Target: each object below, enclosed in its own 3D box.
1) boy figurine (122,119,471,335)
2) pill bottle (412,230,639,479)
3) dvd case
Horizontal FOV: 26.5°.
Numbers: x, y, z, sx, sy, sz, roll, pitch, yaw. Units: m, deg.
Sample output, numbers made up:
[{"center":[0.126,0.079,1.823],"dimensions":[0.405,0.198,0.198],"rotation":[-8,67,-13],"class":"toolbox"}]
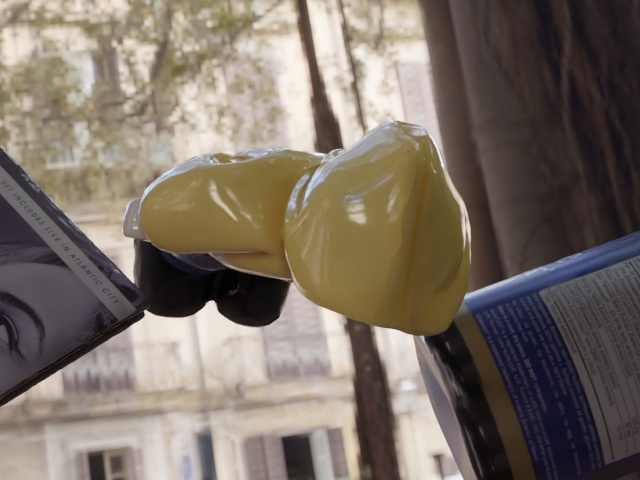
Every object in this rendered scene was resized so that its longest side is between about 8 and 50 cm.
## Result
[{"center":[0.000,0.000,0.664],"dimensions":[0.177,0.092,0.285],"rotation":[9,-5,-24],"class":"boy figurine"},{"center":[0.171,0.060,0.738],"dimensions":[0.219,0.123,0.123],"rotation":[-20,-15,-3],"class":"pill bottle"},{"center":[-0.219,0.030,0.657],"dimensions":[0.221,0.164,0.018],"rotation":[-32,-23,-36],"class":"dvd case"}]
